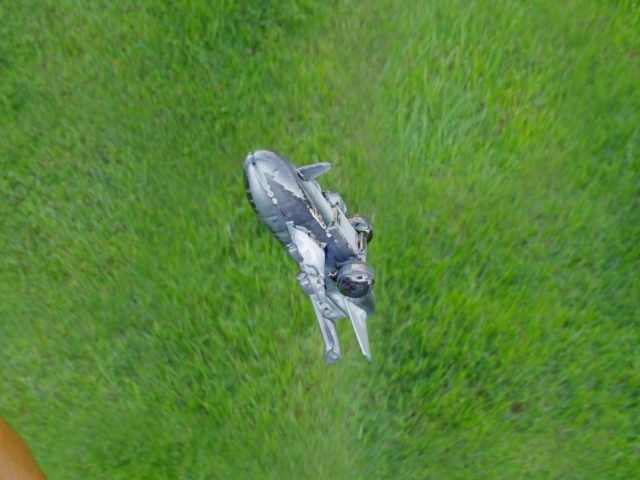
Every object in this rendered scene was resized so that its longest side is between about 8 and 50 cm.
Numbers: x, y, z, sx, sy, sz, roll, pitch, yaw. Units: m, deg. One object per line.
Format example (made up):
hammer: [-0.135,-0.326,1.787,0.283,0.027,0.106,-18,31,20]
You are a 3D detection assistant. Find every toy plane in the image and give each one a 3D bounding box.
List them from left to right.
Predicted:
toy plane: [0.000,0.000,0.403,0.031,0.083,0.078,-16,39,15]

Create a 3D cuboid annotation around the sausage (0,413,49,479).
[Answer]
sausage: [-0.140,0.035,0.335,0.076,0.076,0.197,-29,110,-7]
